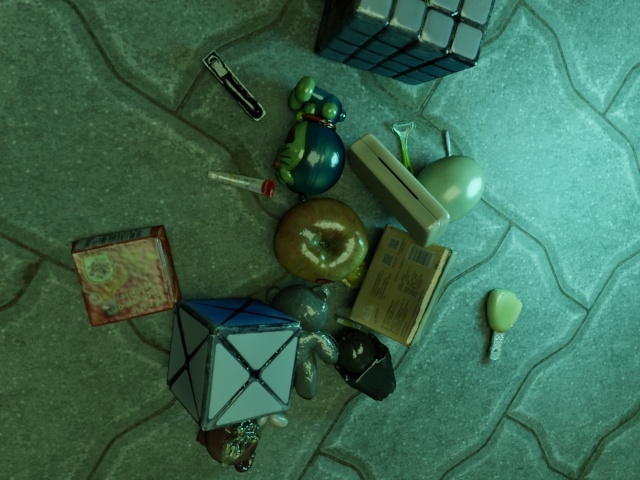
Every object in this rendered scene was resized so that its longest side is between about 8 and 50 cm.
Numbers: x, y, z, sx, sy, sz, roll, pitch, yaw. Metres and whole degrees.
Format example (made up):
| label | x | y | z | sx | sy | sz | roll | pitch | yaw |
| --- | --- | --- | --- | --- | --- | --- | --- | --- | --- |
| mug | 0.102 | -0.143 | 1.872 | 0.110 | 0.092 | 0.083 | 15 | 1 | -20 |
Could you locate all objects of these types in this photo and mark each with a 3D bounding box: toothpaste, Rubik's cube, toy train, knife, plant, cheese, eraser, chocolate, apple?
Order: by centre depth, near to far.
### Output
| label | x | y | z | sx | sy | sz | roll | pitch | yaw |
| --- | --- | --- | --- | --- | --- | --- | --- | --- | --- |
| Rubik's cube | 0.214 | -0.623 | 1.134 | 0.337 | 0.344 | 0.343 | 13 | 96 | -16 |
| Rubik's cube | -0.233 | 0.304 | 1.175 | 0.260 | 0.259 | 0.254 | 5 | 96 | -37 |
| chocolate | -0.504 | 0.096 | 1.176 | 0.238 | 0.108 | 0.234 | -11 | 103 | -15 |
| toy train | -0.229 | -0.409 | 1.201 | 0.043 | 0.047 | 0.207 | -44 | 108 | -4 |
| toothpaste | -0.219 | -0.163 | 1.254 | 0.191 | 0.031 | 0.048 | 12 | 92 | -20 |
| apple | 0.000 | 0.000 | 1.254 | 0.261 | 0.194 | 0.260 | -2 | 97 | -13 |
| knife | 0.262 | -0.279 | 1.370 | 0.078 | 0.022 | 0.166 | -11 | 100 | -7 |
| plant | 0.135 | 0.378 | 1.383 | 0.164 | 0.142 | 0.256 | -36 | 117 | -7 |
| eraser | 0.084 | 0.254 | 1.399 | 0.083 | 0.038 | 0.019 | 22 | 98 | -17 |
| cheese | 0.623 | 0.292 | 1.549 | 0.127 | 0.050 | 0.255 | 4 | 99 | -18 |

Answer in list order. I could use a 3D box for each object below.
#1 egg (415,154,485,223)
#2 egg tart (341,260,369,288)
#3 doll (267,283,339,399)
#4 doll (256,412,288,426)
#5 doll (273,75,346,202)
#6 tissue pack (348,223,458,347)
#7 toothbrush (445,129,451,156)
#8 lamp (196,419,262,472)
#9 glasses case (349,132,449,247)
| label | x | y | z | sx | sy | sz | roll | pitch | yaw |
| --- | --- | --- | --- | --- | --- | --- | --- | --- | --- |
| egg | 0.374 | -0.148 | 1.336 | 0.253 | 0.186 | 0.186 | -41 | 107 | -9 |
| egg tart | 0.103 | 0.097 | 1.378 | 0.105 | 0.039 | 0.105 | -3 | 100 | -15 |
| doll | -0.063 | 0.283 | 1.318 | 0.246 | 0.158 | 0.340 | 2 | 104 | 19 |
| doll | -0.173 | 0.489 | 1.355 | 0.160 | 0.059 | 0.160 | 2 | 99 | -17 |
| doll | -0.020 | -0.259 | 1.205 | 0.186 | 0.198 | 0.321 | 13 | 92 | -15 |
| tissue pack | 0.259 | 0.136 | 1.361 | 0.239 | 0.238 | 0.305 | 22 | 92 | -18 |
| toothbrush | 0.411 | -0.253 | 1.419 | 0.013 | 0.019 | 0.193 | -13 | 100 | -13 |
| lamp | -0.245 | 0.564 | 1.286 | 0.215 | 0.223 | 0.151 | 44 | 67 | -8 |
| glasses case | 0.209 | -0.139 | 1.235 | 0.076 | 0.144 | 0.336 | -36 | 71 | -6 |
